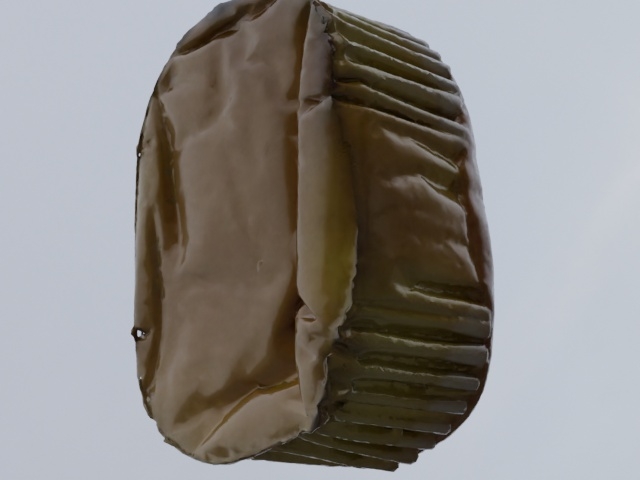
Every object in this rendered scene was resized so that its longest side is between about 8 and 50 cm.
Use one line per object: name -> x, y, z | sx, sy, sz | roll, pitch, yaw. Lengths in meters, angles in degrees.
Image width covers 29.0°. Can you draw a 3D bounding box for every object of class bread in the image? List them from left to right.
bread -> 0.000, 0.000, 0.765 | 0.204, 0.288, 0.156 | -25, -26, 39
